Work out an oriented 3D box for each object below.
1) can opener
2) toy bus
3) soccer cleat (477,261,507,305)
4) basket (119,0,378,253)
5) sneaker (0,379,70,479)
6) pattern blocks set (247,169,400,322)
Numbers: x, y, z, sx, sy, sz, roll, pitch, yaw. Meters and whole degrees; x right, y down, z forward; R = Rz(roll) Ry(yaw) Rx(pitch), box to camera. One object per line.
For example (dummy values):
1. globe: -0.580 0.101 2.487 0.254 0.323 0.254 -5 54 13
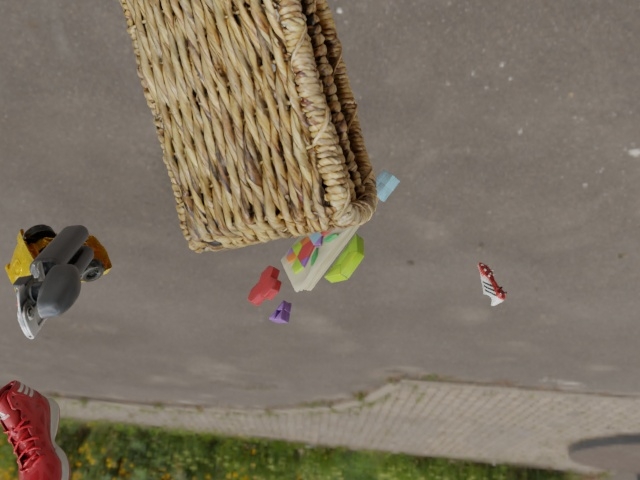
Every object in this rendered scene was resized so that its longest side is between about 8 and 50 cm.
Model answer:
1. can opener: -0.379 0.051 1.063 0.095 0.283 0.075 -6 112 2
2. toy bus: -0.673 0.084 1.788 0.220 0.149 0.211 4 130 -51
3. soccer cleat: 0.293 0.075 1.236 0.029 0.083 0.035 3 138 -40
4. basket: -0.024 -0.156 0.686 0.223 0.299 0.214 -12 -175 44
5. sneaker: -0.461 0.309 1.084 0.087 0.221 0.128 -36 133 -2
6. pattern blocks set: 0.000 0.000 1.237 0.026 0.324 0.285 36 174 -25
